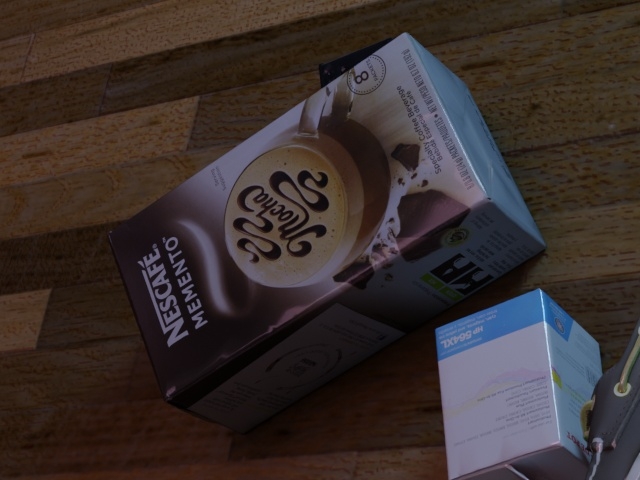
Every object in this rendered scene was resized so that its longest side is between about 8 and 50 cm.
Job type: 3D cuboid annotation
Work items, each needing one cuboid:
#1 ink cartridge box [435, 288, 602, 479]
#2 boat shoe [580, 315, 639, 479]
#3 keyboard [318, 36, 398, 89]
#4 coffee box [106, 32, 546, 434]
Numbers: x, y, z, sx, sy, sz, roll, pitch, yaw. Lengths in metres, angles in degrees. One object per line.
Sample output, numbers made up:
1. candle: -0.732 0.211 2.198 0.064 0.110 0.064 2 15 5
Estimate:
1. ink cartridge box: 0.143 0.126 1.314 0.090 0.092 0.143 -22 50 26
2. boat shoe: 0.229 0.115 1.248 0.091 0.109 0.305 12 64 43
3. keyboard: 0.031 -0.086 1.597 0.108 0.023 0.180 -20 50 19
4. coffee box: 0.000 0.000 1.473 0.297 0.119 0.168 -33 58 16
